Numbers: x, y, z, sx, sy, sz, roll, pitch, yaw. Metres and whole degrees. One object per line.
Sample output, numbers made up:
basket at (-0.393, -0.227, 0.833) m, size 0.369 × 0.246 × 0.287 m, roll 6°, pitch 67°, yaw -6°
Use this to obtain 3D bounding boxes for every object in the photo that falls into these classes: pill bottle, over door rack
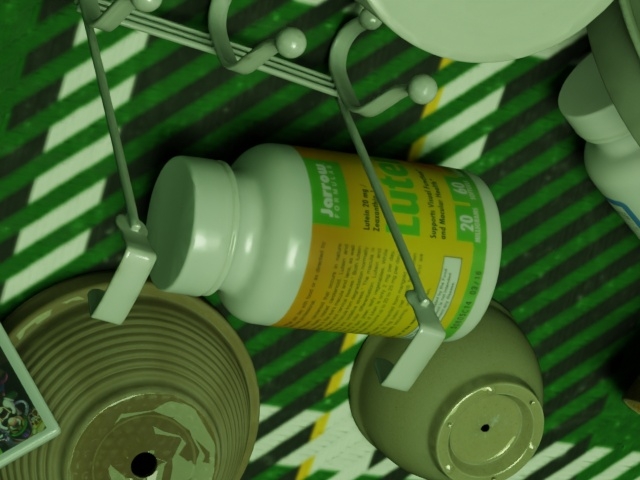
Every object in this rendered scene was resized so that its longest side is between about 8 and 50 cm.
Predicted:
pill bottle at (0.000, 0.000, 1.458) m, size 0.245 × 0.136 × 0.136 m, roll 7°, pitch 111°, yaw -25°
pill bottle at (0.290, -0.057, 1.556) m, size 0.124 × 0.124 × 0.221 m, roll -42°, pitch 117°, yaw 1°
over door rack at (-0.036, -0.074, 1.304) m, size 0.239 × 0.324 × 0.108 m, roll 16°, pitch 135°, yaw -27°

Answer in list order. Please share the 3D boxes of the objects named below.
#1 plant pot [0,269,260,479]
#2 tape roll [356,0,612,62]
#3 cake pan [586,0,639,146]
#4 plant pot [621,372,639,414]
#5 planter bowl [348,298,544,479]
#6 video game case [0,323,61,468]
plant pot at (-0.148, 0.149, 1.467) m, size 0.237 × 0.110 × 0.237 m, roll -6°, pitch 107°, yaw -20°
tape roll at (0.097, -0.265, 1.354) m, size 0.246 × 0.169 × 0.246 m, roll -9°, pitch 117°, yaw -18°
cake pan at (0.303, -0.128, 1.465) m, size 0.293 × 0.293 × 0.054 m, roll 29°, pitch 135°, yaw -31°
plant pot at (0.417, 0.080, 1.639) m, size 0.237 × 0.237 × 0.254 m, roll 30°, pitch 86°, yaw -31°
planter bowl at (0.117, 0.135, 1.588) m, size 0.162 × 0.109 × 0.162 m, roll -9°, pitch 116°, yaw -18°
video game case at (-0.310, 0.111, 1.390) m, size 0.190 × 0.022 × 0.173 m, roll -30°, pitch 82°, yaw -8°
